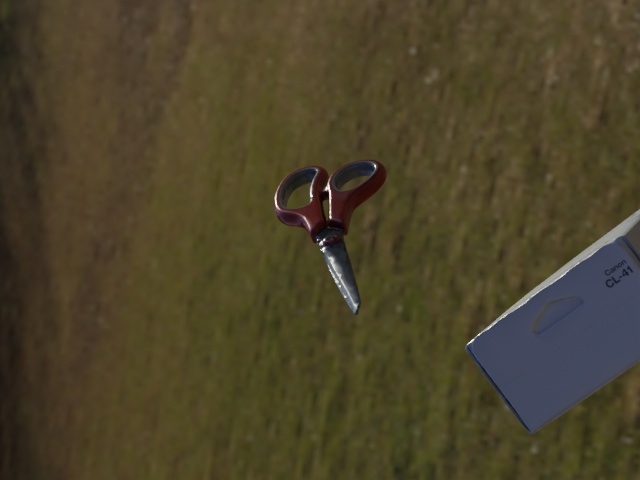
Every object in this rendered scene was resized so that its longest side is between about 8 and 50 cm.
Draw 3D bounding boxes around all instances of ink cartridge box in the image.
[{"bbox_3d":[0.319,0.080,1.977,0.226,0.131,0.306,-38,-3,21],"label":"ink cartridge box"}]

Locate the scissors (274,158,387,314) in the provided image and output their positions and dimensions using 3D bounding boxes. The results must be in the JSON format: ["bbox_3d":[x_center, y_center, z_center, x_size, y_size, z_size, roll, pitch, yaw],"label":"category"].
[{"bbox_3d":[0.000,0.000,1.541,0.297,0.109,0.021,-79,-23,-60],"label":"scissors"}]
